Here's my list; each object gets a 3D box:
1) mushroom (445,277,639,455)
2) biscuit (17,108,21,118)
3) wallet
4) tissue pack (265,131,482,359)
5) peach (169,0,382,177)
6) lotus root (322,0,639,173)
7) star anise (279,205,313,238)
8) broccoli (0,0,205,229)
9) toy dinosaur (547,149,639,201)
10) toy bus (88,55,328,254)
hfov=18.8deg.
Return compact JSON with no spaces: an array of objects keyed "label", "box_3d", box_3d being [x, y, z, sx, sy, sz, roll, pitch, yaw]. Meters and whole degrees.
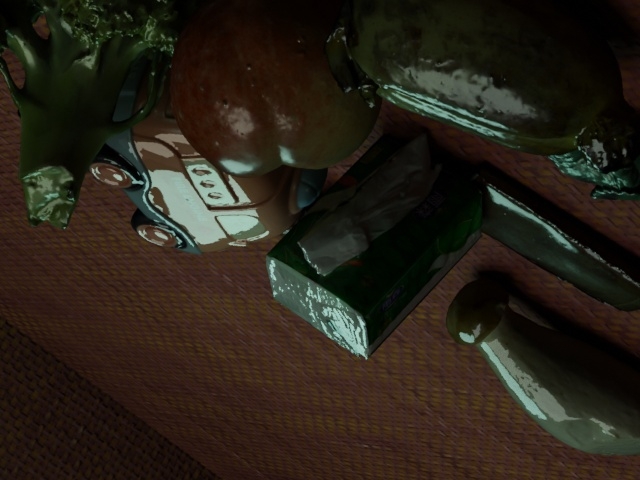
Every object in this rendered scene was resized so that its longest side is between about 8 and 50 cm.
[{"label":"mushroom","box_3d":[0.307,0.173,2.409,0.350,0.128,0.128,37,159,-9]},{"label":"biscuit","box_3d":[-0.283,-0.163,2.445,0.106,0.070,0.252,40,157,-27]},{"label":"wallet","box_3d":[0.259,0.003,2.188,0.255,0.031,0.137,33,163,-7]},{"label":"tissue pack","box_3d":[0.059,-0.009,2.129,0.148,0.209,0.156,34,156,26]},{"label":"peach","box_3d":[-0.046,-0.179,1.945,0.232,0.232,0.232,25,159,10]},{"label":"lotus root","box_3d":[0.159,-0.159,1.762,0.309,0.173,0.173,24,159,11]},{"label":"star anise","box_3d":[0.002,0.000,2.464,0.177,0.073,0.234,23,168,41]},{"label":"broccoli","box_3d":[-0.262,-0.207,1.993,0.254,0.302,0.186,40,155,-15]},{"label":"toy dinosaur","box_3d":[0.254,-0.109,1.865,0.292,0.079,0.120,39,156,-17]},{"label":"toy bus","box_3d":[-0.114,-0.113,2.207,0.232,0.194,0.288,3,149,26]}]
